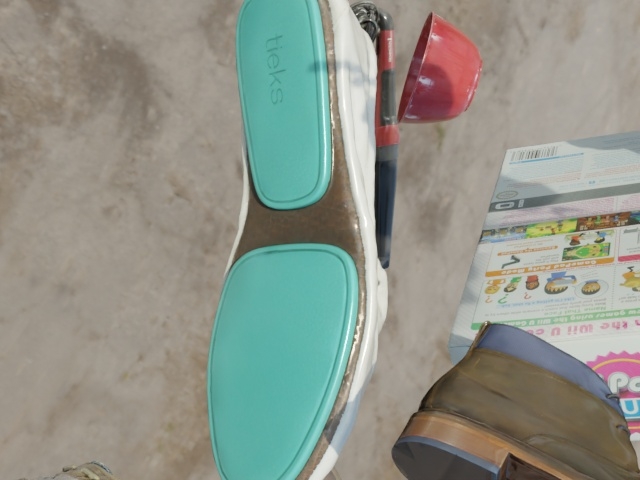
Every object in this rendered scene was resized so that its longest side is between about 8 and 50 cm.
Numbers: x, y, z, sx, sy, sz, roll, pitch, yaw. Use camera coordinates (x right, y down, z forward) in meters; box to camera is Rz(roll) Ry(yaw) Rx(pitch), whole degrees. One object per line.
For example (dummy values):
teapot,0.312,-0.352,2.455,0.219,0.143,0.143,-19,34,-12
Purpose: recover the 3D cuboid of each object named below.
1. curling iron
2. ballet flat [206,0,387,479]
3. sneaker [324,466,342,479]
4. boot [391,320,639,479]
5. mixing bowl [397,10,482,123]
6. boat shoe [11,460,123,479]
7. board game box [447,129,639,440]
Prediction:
curling iron,0.048,-0.097,0.931,0.035,0.068,0.274,-75,159,-61
ballet flat,0.000,0.000,0.736,0.139,0.139,0.400,14,76,-61
sneaker,0.014,0.255,0.828,0.188,0.066,0.071,49,31,-26
boot,0.160,0.119,0.525,0.106,0.219,0.082,-56,161,-35
mixing bowl,0.191,-0.255,1.498,0.181,0.098,0.181,-163,-90,-87
boat shoe,-0.235,0.269,0.905,0.103,0.302,0.113,-12,84,-19
board game box,0.241,0.019,0.741,0.303,0.224,0.097,-59,135,-54
